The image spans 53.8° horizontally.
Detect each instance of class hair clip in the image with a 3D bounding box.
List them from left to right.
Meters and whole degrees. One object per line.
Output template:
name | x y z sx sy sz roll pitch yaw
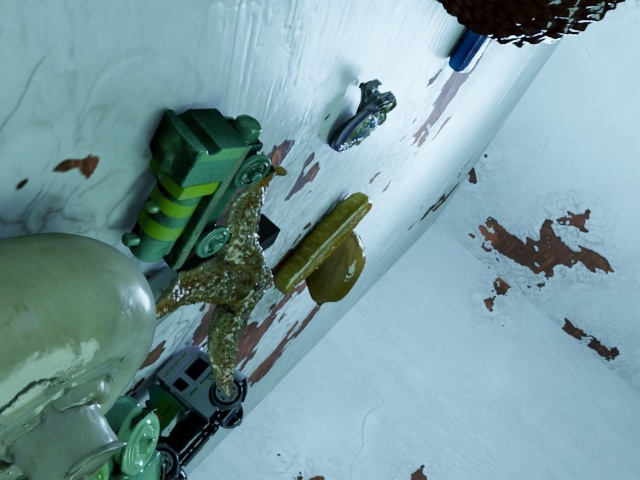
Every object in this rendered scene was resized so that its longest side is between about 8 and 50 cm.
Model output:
hair clip | 0.063 -0.195 1.034 0.116 0.049 0.172 -26 167 -30

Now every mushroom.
mushroom | -0.241 0.115 0.511 0.246 0.202 0.246 -36 161 -15

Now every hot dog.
hot dog | 0.002 0.002 1.381 0.286 0.061 0.088 -46 165 -10

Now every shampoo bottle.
shampoo bottle | 0.324 -0.419 1.242 0.087 0.050 0.183 -32 160 -46

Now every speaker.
speaker | -0.138 0.022 0.965 0.191 0.046 0.040 -38 163 -45

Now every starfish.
starfish | -0.123 0.093 0.875 0.294 0.084 0.302 94 19 -50

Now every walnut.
walnut | 0.034 0.071 1.582 0.137 0.137 0.245 -31 155 -57

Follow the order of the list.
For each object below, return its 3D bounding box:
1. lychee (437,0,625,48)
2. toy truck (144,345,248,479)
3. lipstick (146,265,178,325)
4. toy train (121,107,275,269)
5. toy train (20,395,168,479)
lychee | 0.201 -0.320 0.608 0.300 0.264 0.264 -38 165 -27
toy truck | -0.293 0.360 1.149 0.363 0.178 0.177 -44 162 -26
lipstick | -0.274 0.130 0.777 0.264 0.059 0.059 -42 167 -32
toy train | -0.138 -0.050 0.669 0.132 0.083 0.200 -15 146 -51
toy train | -0.317 0.317 0.823 0.271 0.158 0.189 -45 143 -69
